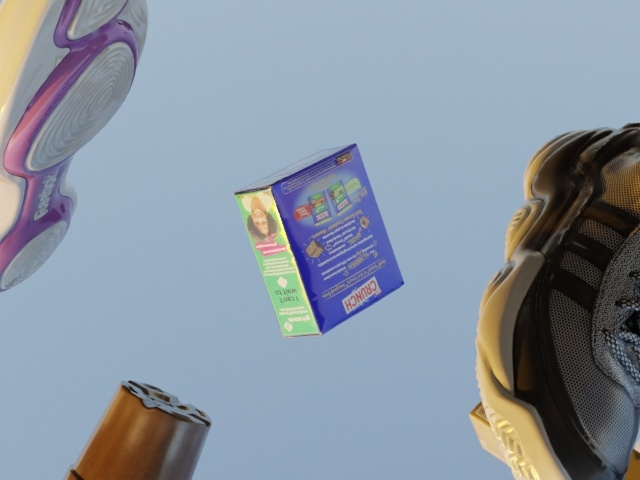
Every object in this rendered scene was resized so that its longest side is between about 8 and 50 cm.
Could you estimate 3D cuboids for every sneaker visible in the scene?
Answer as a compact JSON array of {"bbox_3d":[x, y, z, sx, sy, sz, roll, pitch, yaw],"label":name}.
[{"bbox_3d":[-0.205,-0.090,0.967,0.152,0.305,0.114,46,-132,11],"label":"sneaker"},{"bbox_3d":[0.171,0.017,0.790,0.153,0.101,0.269,-22,-149,32],"label":"sneaker"}]

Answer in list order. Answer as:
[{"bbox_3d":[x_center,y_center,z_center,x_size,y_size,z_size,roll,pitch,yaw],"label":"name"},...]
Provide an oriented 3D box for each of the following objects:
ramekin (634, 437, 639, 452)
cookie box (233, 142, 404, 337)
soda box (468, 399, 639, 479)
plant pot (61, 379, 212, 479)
[{"bbox_3d":[0.388,0.294,1.627,0.109,0.207,0.207,-58,-146,18],"label":"ramekin"},{"bbox_3d":[0.000,0.000,1.087,0.040,0.107,0.092,-8,-165,47],"label":"cookie box"},{"bbox_3d":[0.217,0.189,1.377,0.058,0.061,0.181,-44,-128,-17],"label":"soda box"},{"bbox_3d":[-0.223,0.270,1.965,0.167,0.167,0.165,27,-86,44],"label":"plant pot"}]
